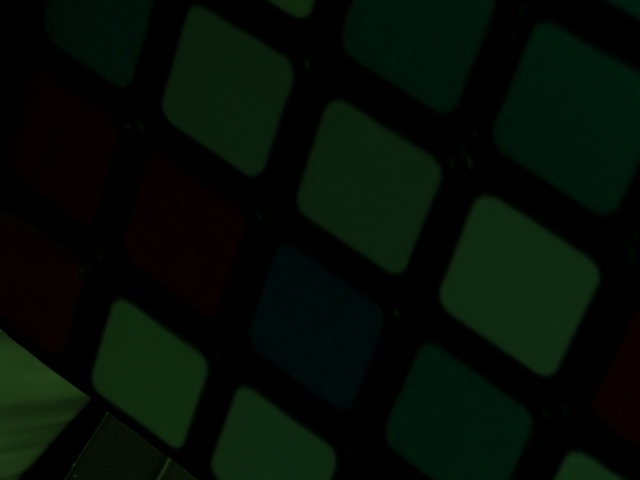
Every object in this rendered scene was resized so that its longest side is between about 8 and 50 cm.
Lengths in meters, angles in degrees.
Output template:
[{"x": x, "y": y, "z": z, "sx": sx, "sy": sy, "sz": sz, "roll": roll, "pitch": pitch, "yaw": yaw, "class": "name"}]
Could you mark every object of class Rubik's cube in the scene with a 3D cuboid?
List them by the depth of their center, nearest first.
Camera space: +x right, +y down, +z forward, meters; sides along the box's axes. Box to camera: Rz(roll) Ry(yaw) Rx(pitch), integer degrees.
[{"x": 0.058, "y": -0.038, "z": 0.426, "sx": 0.184, "sy": 0.187, "sz": 0.182, "roll": -30, "pitch": 146, "yaw": -49, "class": "Rubik's cube"}]

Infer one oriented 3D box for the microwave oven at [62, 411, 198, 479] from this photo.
[{"x": 0.019, "y": 0.259, "z": 0.533, "sx": 0.432, "sy": 0.374, "sz": 0.236, "roll": -62, "pitch": 171, "yaw": -66, "class": "microwave oven"}]
